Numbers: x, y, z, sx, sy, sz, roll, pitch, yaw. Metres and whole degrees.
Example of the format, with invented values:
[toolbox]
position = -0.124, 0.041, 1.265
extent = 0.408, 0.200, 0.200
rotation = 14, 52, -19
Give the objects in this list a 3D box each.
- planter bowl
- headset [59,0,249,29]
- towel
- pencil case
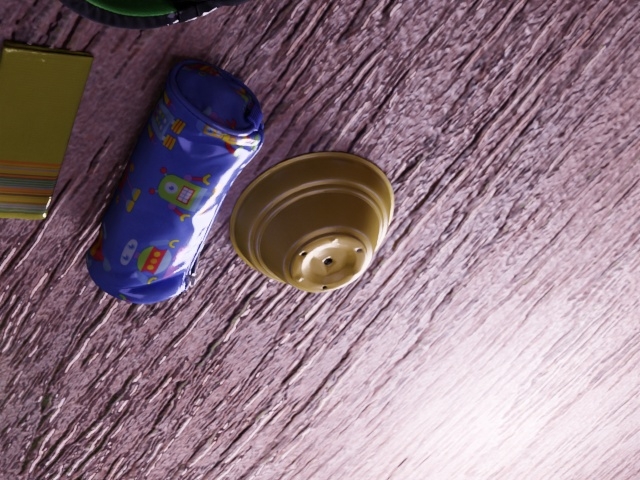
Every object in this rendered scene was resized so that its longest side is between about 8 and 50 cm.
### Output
[planter bowl]
position = 0.000, 0.000, 1.620
extent = 0.217, 0.090, 0.217
rotation = -9, 136, -9
[headset]
position = -0.081, -0.328, 1.200
extent = 0.394, 0.185, 0.243
rotation = -26, 137, -9
[towel]
position = -0.330, -0.118, 1.444
extent = 0.102, 0.021, 0.237
rotation = 3, 131, -29
[pencil case]
position = -0.165, -0.056, 1.484
extent = 0.133, 0.119, 0.306
rotation = 25, 125, -7
